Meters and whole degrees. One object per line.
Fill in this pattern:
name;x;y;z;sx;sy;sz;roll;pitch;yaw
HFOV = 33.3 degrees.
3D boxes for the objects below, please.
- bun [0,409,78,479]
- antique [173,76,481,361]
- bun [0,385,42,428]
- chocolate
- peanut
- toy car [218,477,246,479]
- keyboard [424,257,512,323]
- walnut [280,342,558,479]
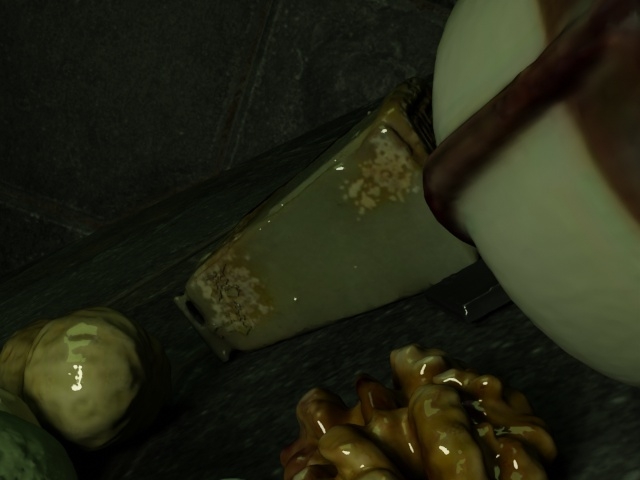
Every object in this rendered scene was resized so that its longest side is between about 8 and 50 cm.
bun;-0.184;0.179;0.512;0.195;0.118;0.195;-45;9;10
antique;0.000;0.000;0.911;0.284;0.150;0.125;-30;10;27
bun;-0.309;0.181;0.713;0.259;0.160;0.259;-29;12;6
chocolate;0.178;-0.052;0.477;0.283;0.283;0.186;-35;-4;-36
peanut;-0.195;0.110;0.878;0.125;0.111;0.274;1;-5;-26
toy car;-0.071;0.171;0.481;0.095;0.056;0.205;-25;11;8
keyboard;0.222;-0.024;0.777;0.310;0.018;0.101;-29;10;-8
walnut;0.035;0.102;0.521;0.143;0.069;0.170;-26;14;-3
